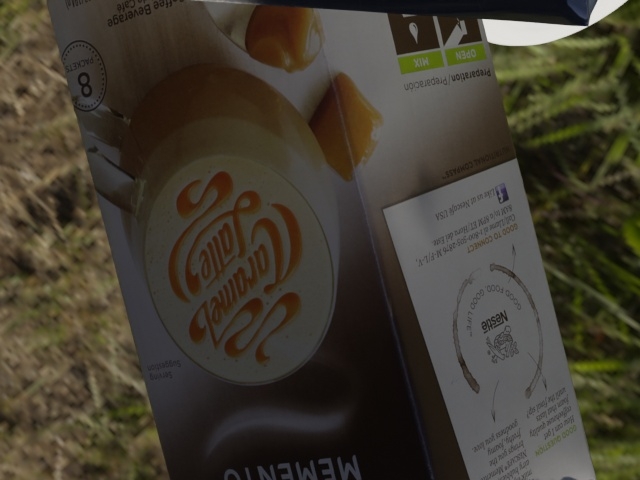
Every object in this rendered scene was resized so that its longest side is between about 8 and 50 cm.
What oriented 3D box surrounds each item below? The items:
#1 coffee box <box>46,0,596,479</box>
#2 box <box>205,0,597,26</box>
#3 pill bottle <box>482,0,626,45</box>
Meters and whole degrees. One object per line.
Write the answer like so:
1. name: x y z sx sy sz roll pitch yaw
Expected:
1. coffee box: 0.000 0.000 0.683 0.098 0.141 0.247 -16 91 -48
2. box: -0.002 -0.183 0.533 0.307 0.242 0.076 -61 150 -45
3. pill bottle: 0.102 -0.230 1.004 0.121 0.216 0.121 -16 154 -8
